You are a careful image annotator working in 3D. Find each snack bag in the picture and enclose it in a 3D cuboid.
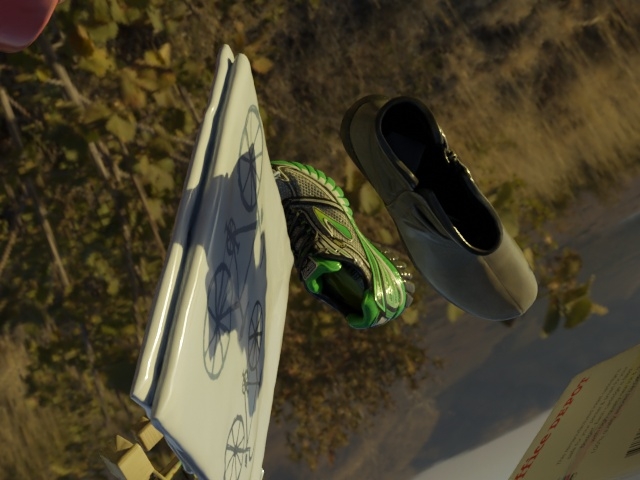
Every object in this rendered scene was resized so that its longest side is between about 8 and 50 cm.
[{"bbox_3d":[-0.076,0.060,0.773,0.037,0.323,0.342,3,150,8],"label":"snack bag"}]

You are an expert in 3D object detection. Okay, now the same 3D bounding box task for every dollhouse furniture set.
[{"bbox_3d":[-0.166,0.276,1.145,0.182,0.101,0.160,-46,137,-30],"label":"dollhouse furniture set"}]

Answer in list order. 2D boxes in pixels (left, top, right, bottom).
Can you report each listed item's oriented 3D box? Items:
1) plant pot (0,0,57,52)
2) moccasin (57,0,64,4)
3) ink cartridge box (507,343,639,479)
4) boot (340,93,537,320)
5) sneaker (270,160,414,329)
[{"bbox_3d":[-0.365,-0.311,0.736,0.243,0.274,0.275,2,150,-38],"label":"plant pot"},{"bbox_3d":[-0.421,-0.479,1.114,0.147,0.380,0.139,-11,-151,21],"label":"moccasin"},{"bbox_3d":[0.260,0.161,0.567,0.171,0.168,0.232,-43,177,-35],"label":"ink cartridge box"},{"bbox_3d":[0.105,-0.010,0.690,0.083,0.246,0.161,-40,-164,2],"label":"boot"},{"bbox_3d":[0.000,0.000,1.412,0.134,0.343,0.146,-53,166,28],"label":"sneaker"}]
